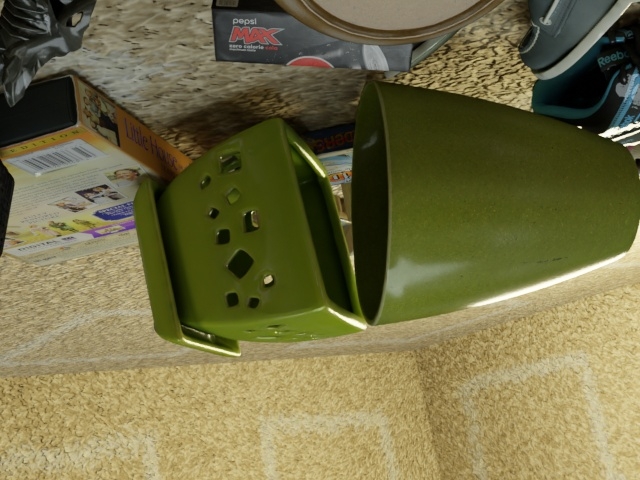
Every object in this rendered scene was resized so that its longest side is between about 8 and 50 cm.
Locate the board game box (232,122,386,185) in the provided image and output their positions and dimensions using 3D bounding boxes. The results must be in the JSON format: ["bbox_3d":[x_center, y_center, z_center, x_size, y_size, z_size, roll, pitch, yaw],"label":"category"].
[{"bbox_3d":[-0.008,-0.105,1.201,0.201,0.035,0.136,-11,165,3],"label":"board game box"}]

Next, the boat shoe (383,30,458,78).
[{"bbox_3d":[0.108,-0.218,0.799,0.081,0.069,0.227,-42,-175,-30],"label":"boat shoe"}]

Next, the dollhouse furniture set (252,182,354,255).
[{"bbox_3d":[0.000,0.000,1.355,0.242,0.161,0.212,-19,163,30],"label":"dollhouse furniture set"}]

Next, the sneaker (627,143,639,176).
[{"bbox_3d":[0.482,-0.157,1.199,0.102,0.111,0.252,-5,164,-21],"label":"sneaker"}]

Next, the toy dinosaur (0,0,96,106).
[{"bbox_3d":[-0.216,-0.200,0.491,0.321,0.164,0.218,0,157,25],"label":"toy dinosaur"}]

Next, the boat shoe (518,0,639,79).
[{"bbox_3d":[0.234,-0.242,0.799,0.099,0.116,0.319,34,169,-1],"label":"boat shoe"}]

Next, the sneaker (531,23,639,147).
[{"bbox_3d":[0.386,-0.191,0.981,0.139,0.125,0.341,7,156,-35],"label":"sneaker"}]

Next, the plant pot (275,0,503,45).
[{"bbox_3d":[0.061,-0.223,0.631,0.236,0.032,0.236,-4,142,-3],"label":"plant pot"}]

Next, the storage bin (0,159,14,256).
[{"bbox_3d":[-0.391,-0.032,0.836,0.180,0.122,0.084,-7,145,5],"label":"storage bin"}]

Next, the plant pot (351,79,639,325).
[{"bbox_3d":[0.198,-0.042,1.029,0.293,0.275,0.275,0,164,-6],"label":"plant pot"}]

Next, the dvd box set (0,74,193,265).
[{"bbox_3d":[-0.325,-0.062,1.092,0.307,0.062,0.420,-14,165,13],"label":"dvd box set"}]

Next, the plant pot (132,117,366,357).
[{"bbox_3d":[-0.086,0.017,1.063,0.207,0.227,0.228,-18,164,11],"label":"plant pot"}]

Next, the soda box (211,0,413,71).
[{"bbox_3d":[-0.005,-0.184,0.760,0.168,0.053,0.060,3,140,2],"label":"soda box"}]
